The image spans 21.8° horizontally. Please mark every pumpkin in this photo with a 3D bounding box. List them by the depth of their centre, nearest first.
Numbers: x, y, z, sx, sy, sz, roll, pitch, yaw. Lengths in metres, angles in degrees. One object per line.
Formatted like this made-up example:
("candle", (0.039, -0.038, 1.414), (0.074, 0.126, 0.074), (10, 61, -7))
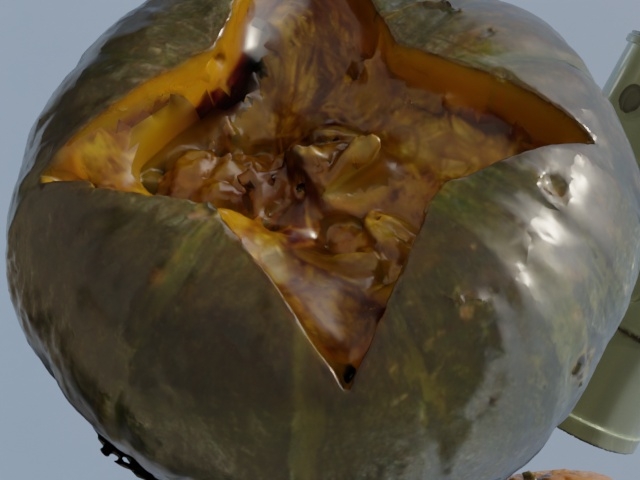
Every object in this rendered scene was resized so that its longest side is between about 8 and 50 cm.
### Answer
("pumpkin", (0.001, 0.002, 0.630), (0.238, 0.238, 0.159), (44, -17, 28))

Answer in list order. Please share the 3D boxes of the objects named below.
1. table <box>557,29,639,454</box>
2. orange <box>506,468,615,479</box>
("table", (0.185, 0.000, 0.979), (0.126, 0.126, 0.220), (34, -79, 33))
("orange", (0.149, 0.235, 1.132), (0.193, 0.193, 0.161), (-17, -91, 44))
